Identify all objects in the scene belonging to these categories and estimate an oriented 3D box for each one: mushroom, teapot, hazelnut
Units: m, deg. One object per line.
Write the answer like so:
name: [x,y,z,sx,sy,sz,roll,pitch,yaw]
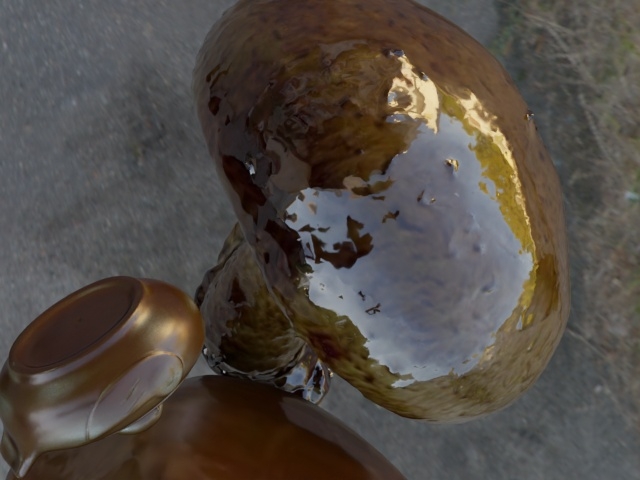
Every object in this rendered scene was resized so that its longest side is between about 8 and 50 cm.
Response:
mushroom: [0.000,-0.022,0.970,0.356,0.334,0.331,-12,88,24]
teapot: [-0.117,0.075,0.711,0.129,0.098,0.078,-37,123,-19]
hazelnut: [-0.076,0.275,0.996,0.372,0.315,0.372,-1,113,-4]
